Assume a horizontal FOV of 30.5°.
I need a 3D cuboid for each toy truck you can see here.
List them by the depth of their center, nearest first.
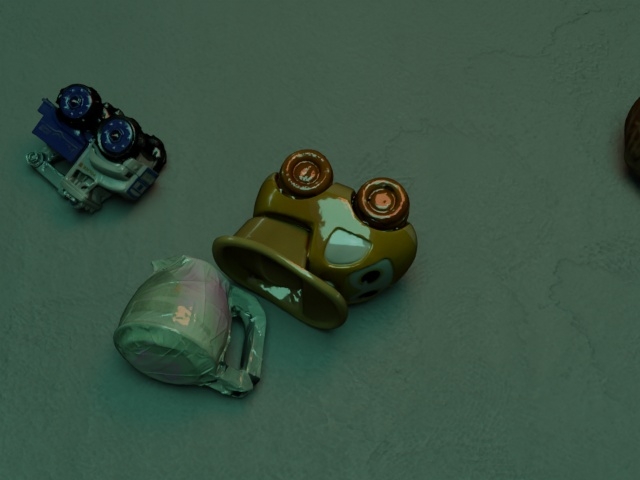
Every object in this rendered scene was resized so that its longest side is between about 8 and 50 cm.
[{"bbox_3d":[0.000,0.000,1.818,0.288,0.204,0.212,23,68,10],"label":"toy truck"},{"bbox_3d":[-0.374,-0.142,1.924,0.213,0.161,0.177,37,88,16],"label":"toy truck"}]

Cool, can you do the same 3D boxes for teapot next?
[{"bbox_3d":[-0.184,0.119,1.778,0.221,0.163,0.178,14,57,6],"label":"teapot"}]

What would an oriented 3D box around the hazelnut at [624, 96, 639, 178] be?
[{"bbox_3d":[0.611,-0.172,1.937,0.181,0.181,0.212,-8,72,-28],"label":"hazelnut"}]
